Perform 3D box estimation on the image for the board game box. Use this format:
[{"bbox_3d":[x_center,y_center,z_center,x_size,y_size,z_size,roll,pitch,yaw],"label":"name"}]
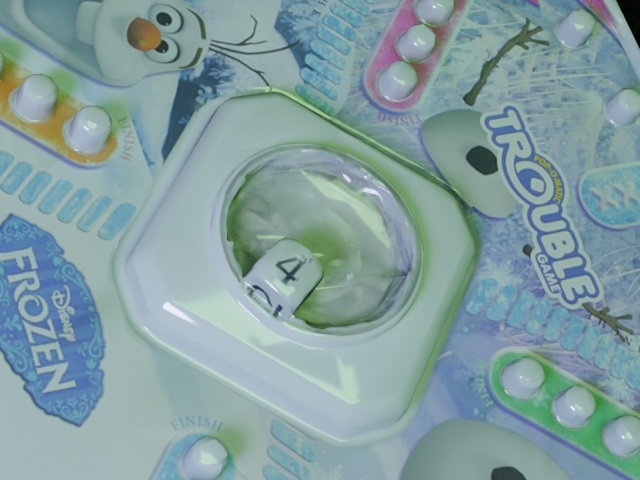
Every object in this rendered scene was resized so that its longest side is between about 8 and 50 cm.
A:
[{"bbox_3d":[0.000,0.000,0.596,0.390,0.050,0.390,-11,68,-27],"label":"board game box"}]
